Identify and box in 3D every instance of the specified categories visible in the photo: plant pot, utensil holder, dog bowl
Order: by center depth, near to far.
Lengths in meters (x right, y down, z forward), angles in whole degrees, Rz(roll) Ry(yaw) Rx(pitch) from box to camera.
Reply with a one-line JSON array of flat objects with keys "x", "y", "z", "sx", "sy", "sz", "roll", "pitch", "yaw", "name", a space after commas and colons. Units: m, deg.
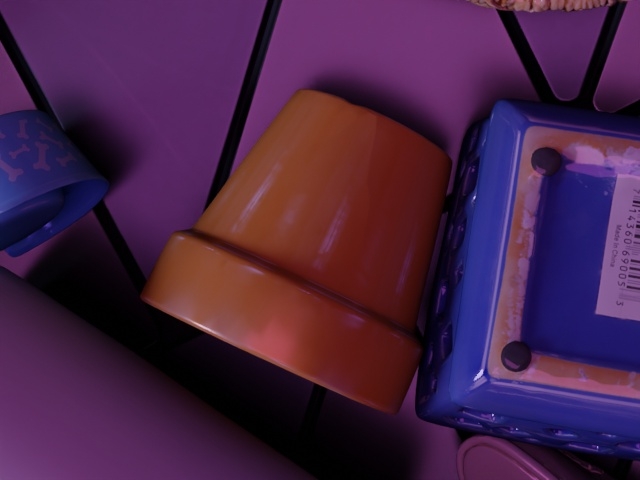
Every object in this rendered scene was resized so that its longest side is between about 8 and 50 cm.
[{"x": 0.199, "y": 0.029, "z": 0.970, "sx": 0.236, "sy": 0.212, "sz": 0.236, "roll": 10, "pitch": 83, "yaw": 3, "name": "plant pot"}, {"x": -0.167, "y": 0.245, "z": 1.017, "sx": 0.385, "sy": 0.327, "sz": 0.327, "roll": 36, "pitch": 101, "yaw": 0, "name": "utensil holder"}, {"x": 0.000, "y": 0.000, "z": 1.031, "sx": 0.205, "sy": 0.205, "sz": 0.188, "roll": 24, "pitch": 86, "yaw": 0, "name": "plant pot"}, {"x": -0.305, "y": -0.002, "z": 1.048, "sx": 0.297, "sy": 0.166, "sz": 0.074, "roll": -29, "pitch": 84, "yaw": -8, "name": "dog bowl"}]

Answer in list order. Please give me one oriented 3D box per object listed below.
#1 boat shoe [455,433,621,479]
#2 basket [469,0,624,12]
[{"x": 0.243, "y": 0.257, "z": 1.110, "sx": 0.335, "sy": 0.095, "sz": 0.112, "roll": 46, "pitch": 137, "yaw": 0, "name": "boat shoe"}, {"x": 0.110, "y": -0.266, "z": 0.947, "sx": 0.299, "sy": 0.223, "sz": 0.213, "roll": 17, "pitch": 101, "yaw": 1, "name": "basket"}]
